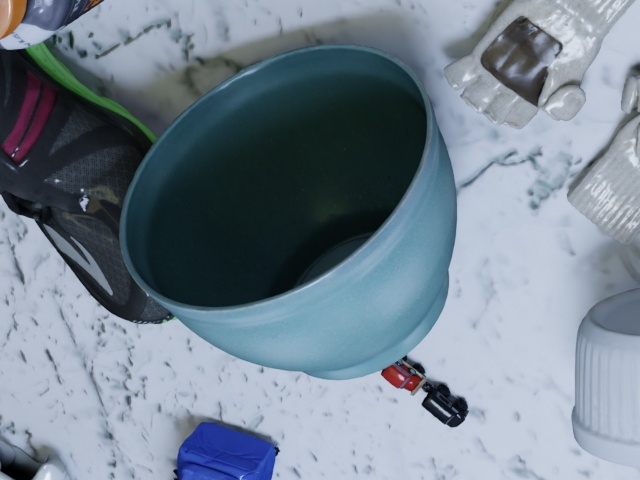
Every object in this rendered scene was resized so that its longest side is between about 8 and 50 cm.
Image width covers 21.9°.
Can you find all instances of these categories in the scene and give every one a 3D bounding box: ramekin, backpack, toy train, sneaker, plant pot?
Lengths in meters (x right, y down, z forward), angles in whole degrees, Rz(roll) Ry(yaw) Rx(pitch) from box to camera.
[{"bbox_3d":[0.314,0.108,1.411,0.207,0.207,0.109,-2,104,21],"label":"ramekin"},{"bbox_3d":[-0.109,0.264,1.701,0.098,0.101,0.120,20,124,18],"label":"backpack"},{"bbox_3d":[0.076,0.127,1.601,0.158,0.036,0.027,38,121,0],"label":"toy train"},{"bbox_3d":[-0.371,0.270,1.819,0.232,0.090,0.115,-5,106,13],"label":"sneaker"},{"bbox_3d":[-0.303,-0.098,1.524,0.483,0.202,0.185,49,135,-4],"label":"sneaker"},{"bbox_3d":[0.000,0.000,1.451,0.293,0.293,0.196,-11,137,25],"label":"plant pot"}]

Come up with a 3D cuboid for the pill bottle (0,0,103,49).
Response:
[{"bbox_3d":[-0.247,-0.243,1.420,0.130,0.246,0.130,9,118,17],"label":"pill bottle"}]

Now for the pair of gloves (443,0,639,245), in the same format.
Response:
[{"bbox_3d":[0.248,-0.126,1.412,0.240,0.042,0.204,45,121,-5],"label":"pair of gloves"}]
